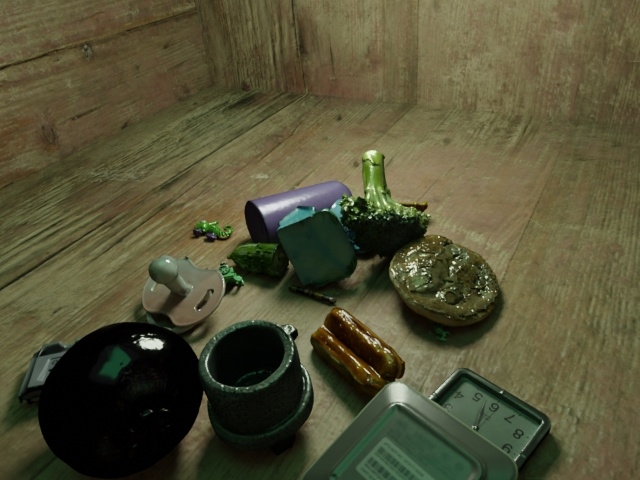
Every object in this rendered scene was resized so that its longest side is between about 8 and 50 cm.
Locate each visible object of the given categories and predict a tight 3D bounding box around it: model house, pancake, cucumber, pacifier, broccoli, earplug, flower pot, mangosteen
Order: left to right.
[{"bbox_3d":[-0.508,0.373,1.287,0.381,0.383,0.435,-28,31,-29],"label":"mangosteen"},{"bbox_3d":[-0.479,0.161,1.722,0.331,0.273,0.220,18,25,30],"label":"pacifier"},{"bbox_3d":[-0.244,0.067,1.905,0.244,0.134,0.134,4,35,22],"label":"cucumber"},{"bbox_3d":[-0.164,0.369,1.307,0.298,0.283,0.299,-7,35,5],"label":"flower pot"},{"bbox_3d":[-0.070,-0.123,2.080,0.455,0.215,0.215,-21,37,-26],"label":"earplug"},{"bbox_3d":[0.000,0.000,1.841,0.225,0.262,0.241,-23,17,9],"label":"model house"},{"bbox_3d":[0.255,-0.121,1.892,0.274,0.353,0.397,-17,33,19],"label":"broccoli"},{"bbox_3d":[0.409,0.129,1.683,0.386,0.082,0.387,7,44,-7],"label":"pancake"}]

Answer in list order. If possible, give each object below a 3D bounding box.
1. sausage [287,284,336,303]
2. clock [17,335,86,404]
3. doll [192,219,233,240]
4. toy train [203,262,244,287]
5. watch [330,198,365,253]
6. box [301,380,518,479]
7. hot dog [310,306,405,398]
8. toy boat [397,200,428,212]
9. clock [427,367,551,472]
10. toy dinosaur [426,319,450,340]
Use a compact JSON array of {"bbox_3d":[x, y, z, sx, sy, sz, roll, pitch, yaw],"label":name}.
[{"bbox_3d":[-0.031,0.188,1.769,0.198,0.025,0.028,14,37,28],"label":"sausage"},{"bbox_3d":[-0.769,0.389,1.545,0.252,0.084,0.186,-10,35,-6],"label":"clock"},{"bbox_3d":[-0.456,-0.048,2.161,0.190,0.050,0.115,16,47,26],"label":"doll"},{"bbox_3d":[-0.361,0.139,1.844,0.149,0.099,0.081,-18,70,-7],"label":"toy train"},{"bbox_3d":[0.111,-0.067,1.961,0.210,0.194,0.211,-8,35,6],"label":"watch"},{"bbox_3d":[0.191,0.533,1.128,0.373,0.091,0.367,-41,46,-24],"label":"box"},{"bbox_3d":[0.107,0.325,1.466,0.158,0.117,0.348,-48,39,-9],"label":"hot dog"},{"bbox_3d":[0.278,-0.120,2.063,0.317,0.141,0.099,2,57,2],"label":"toy boat"},{"bbox_3d":[0.391,0.468,1.270,0.278,0.049,0.273,-32,42,-31],"label":"clock"},{"bbox_3d":[0.364,0.281,1.574,0.083,0.021,0.062,11,51,22],"label":"toy dinosaur"}]
